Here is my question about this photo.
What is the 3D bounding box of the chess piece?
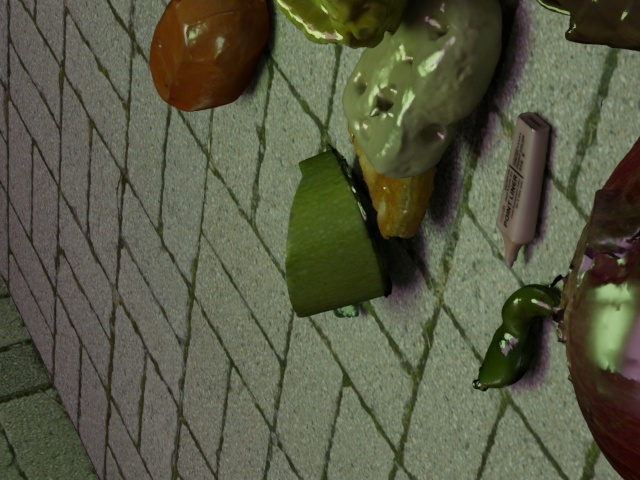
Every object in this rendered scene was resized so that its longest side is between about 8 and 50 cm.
[{"bbox_3d":[0.009,0.077,2.389,0.149,0.059,0.059,36,136,50],"label":"chess piece"}]

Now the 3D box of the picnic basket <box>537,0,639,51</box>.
[{"bbox_3d":[0.283,-0.278,1.277,0.321,0.291,0.254,24,127,46],"label":"picnic basket"}]

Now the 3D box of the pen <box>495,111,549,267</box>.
[{"bbox_3d":[0.224,-0.050,1.864,0.053,0.032,0.197,48,143,46],"label":"pen"}]

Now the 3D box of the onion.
[{"bbox_3d":[0.333,0.050,1.350,0.353,0.353,0.354,44,142,50],"label":"onion"}]

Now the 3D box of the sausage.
[{"bbox_3d":[-0.166,-0.292,2.449,0.153,0.141,0.268,67,155,17],"label":"sausage"}]

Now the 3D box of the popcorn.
[{"bbox_3d":[0.029,-0.305,1.805,0.197,0.155,0.197,59,164,28],"label":"popcorn"}]

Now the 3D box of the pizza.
[{"bbox_3d":[0.092,-0.102,2.086,0.194,0.069,0.154,-118,26,-43],"label":"pizza"}]

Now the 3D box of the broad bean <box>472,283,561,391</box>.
[{"bbox_3d":[0.227,0.117,1.936,0.070,0.048,0.213,64,151,26],"label":"broad bean"}]

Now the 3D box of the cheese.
[{"bbox_3d":[0.114,-0.198,1.894,0.263,0.093,0.159,-58,44,41],"label":"cheese"}]

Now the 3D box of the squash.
[{"bbox_3d":[0.007,-0.012,2.198,0.220,0.133,0.220,-17,-90,-88],"label":"squash"}]
